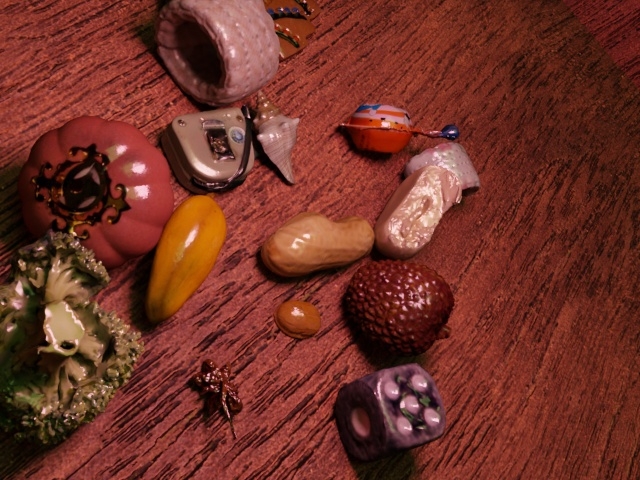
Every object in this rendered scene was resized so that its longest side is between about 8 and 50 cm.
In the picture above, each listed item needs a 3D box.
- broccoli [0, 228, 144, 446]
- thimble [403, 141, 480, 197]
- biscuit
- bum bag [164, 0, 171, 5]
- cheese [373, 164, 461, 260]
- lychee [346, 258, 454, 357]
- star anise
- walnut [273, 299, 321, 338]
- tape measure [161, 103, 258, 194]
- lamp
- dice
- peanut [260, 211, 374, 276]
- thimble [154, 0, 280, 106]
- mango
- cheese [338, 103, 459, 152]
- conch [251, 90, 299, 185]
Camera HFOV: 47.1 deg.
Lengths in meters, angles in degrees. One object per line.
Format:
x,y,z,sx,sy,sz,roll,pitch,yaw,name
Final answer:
-0.440,0.169,1.291,0.249,0.302,0.375,21,65,-46,broccoli
0.346,-0.179,2.081,0.211,0.185,0.149,4,61,-64,thimble
-0.109,-0.641,2.111,0.278,0.043,0.301,6,62,-31,biscuit
-0.376,-0.712,1.942,0.144,0.095,0.340,4,64,-49,bum bag
0.242,-0.068,1.884,0.127,0.233,0.266,35,75,-8,cheese
0.192,0.158,1.761,0.271,0.236,0.236,24,50,11,lychee
-0.202,0.323,1.502,0.097,0.070,0.190,7,49,-43,star anise
-0.045,0.178,1.703,0.121,0.052,0.091,12,62,-26,walnut
-0.236,-0.216,1.751,0.235,0.115,0.207,-18,74,-39,tape measure
-0.439,-0.094,1.466,0.306,0.239,0.305,0,95,1,lamp
0.155,0.384,1.638,0.183,0.182,0.181,-6,70,-34,dice
0.000,0.000,1.774,0.319,0.147,0.147,-11,72,-34,peanut
-0.256,-0.480,1.784,0.291,0.291,0.195,50,53,0,thimble
-0.286,0.031,1.549,0.119,0.176,0.316,20,62,7,mango
0.213,-0.303,2.028,0.329,0.217,0.129,5,98,1,cheese
-0.108,-0.272,1.852,0.137,0.114,0.233,17,43,-60,conch
